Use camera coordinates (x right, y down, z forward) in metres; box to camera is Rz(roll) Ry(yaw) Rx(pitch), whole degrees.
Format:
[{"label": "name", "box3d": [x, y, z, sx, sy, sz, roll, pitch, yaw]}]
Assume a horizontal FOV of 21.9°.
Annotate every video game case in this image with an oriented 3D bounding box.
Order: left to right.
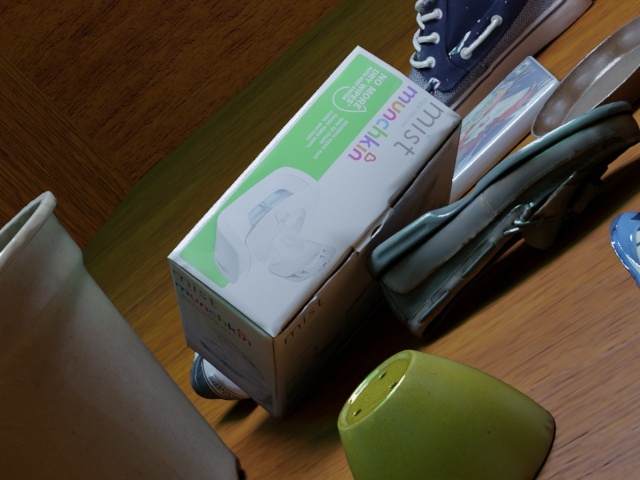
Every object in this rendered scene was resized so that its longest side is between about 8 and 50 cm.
[{"label": "video game case", "box3d": [0.165, -0.105, 1.724, 0.201, 0.023, 0.183, -44, 11, 9]}]

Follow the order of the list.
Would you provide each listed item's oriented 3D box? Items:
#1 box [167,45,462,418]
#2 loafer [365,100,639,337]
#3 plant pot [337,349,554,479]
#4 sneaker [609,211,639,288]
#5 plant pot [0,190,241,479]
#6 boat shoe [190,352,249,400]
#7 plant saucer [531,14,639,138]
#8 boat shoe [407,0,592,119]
[{"label": "box", "box3d": [0.000, 0.000, 1.488, 0.262, 0.126, 0.231, -49, -15, -17]}, {"label": "loafer", "box3d": [0.157, -0.013, 1.336, 0.267, 0.084, 0.096, -34, -16, 31]}, {"label": "plant pot", "box3d": [0.068, 0.126, 1.057, 0.134, 0.095, 0.134, -43, 12, 11]}, {"label": "sneaker", "box3d": [0.222, 0.011, 1.026, 0.059, 0.053, 0.144, -44, 20, 10]}, {"label": "plant pot", "box3d": [-0.247, 0.180, 1.468, 0.334, 0.305, 0.334, -43, 12, 11]}, {"label": "boat shoe", "box3d": [-0.037, 0.045, 1.739, 0.301, 0.108, 0.102, -59, 17, -25]}, {"label": "plant saucer", "box3d": [0.262, -0.144, 1.496, 0.168, 0.029, 0.168, -44, 11, 11]}, {"label": "boat shoe", "box3d": [0.142, -0.233, 1.884, 0.340, 0.158, 0.127, -44, 20, 8]}]
